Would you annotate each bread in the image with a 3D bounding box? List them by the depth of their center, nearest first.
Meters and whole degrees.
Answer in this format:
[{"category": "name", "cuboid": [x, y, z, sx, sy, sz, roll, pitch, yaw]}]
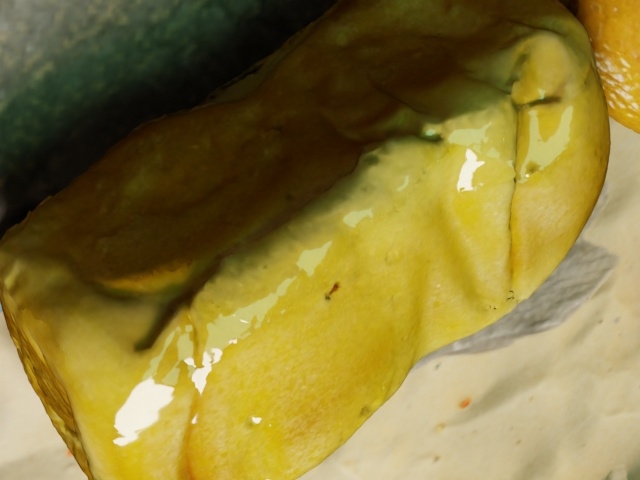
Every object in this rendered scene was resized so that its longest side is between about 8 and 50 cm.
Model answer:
[{"category": "bread", "cuboid": [0.000, 0.000, 0.760, 0.294, 0.132, 0.167, -33, 143, -18]}]

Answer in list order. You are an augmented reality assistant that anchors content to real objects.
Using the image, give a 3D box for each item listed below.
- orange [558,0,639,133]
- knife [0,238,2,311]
[{"category": "orange", "cuboid": [0.215, -0.146, 0.815, 0.224, 0.170, 0.224, -22, 132, -27]}, {"category": "knife", "cuboid": [-0.063, -0.033, 0.780, 0.313, 0.019, 0.044, -34, 142, -17]}]
